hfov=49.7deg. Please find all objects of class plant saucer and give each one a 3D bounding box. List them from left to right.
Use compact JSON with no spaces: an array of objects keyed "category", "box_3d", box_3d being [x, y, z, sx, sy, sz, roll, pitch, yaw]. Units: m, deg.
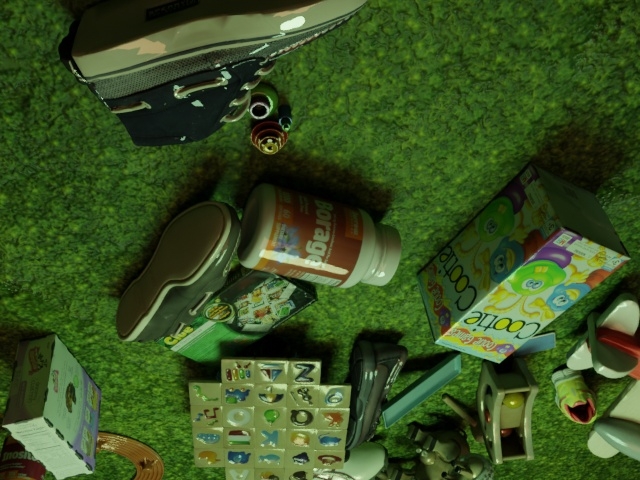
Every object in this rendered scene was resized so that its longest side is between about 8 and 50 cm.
[{"category":"plant saucer","box_3d":[0.192,0.284,1.318,0.192,0.018,0.067,-32,139,-16]}]

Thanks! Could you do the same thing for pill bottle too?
[{"category":"pill bottle","box_3d":[-0.557,0.408,1.298,0.086,0.152,0.086,-4,136,-4]},{"category":"pill bottle","box_3d":[0.000,0.000,0.982,0.216,0.121,0.121,13,132,-22]}]

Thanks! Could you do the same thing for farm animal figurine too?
[{"category":"farm animal figurine","box_3d":[0.226,0.543,1.515,0.172,0.330,0.326,26,98,-26]}]

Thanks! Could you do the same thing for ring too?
[{"category":"ring","box_3d":[-0.511,0.509,1.497,0.337,0.032,0.336,-4,137,-4]}]

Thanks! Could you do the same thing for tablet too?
[{"category":"tablet","box_3d":[0.411,0.201,1.334,0.083,0.006,0.054,-14,136,8]}]

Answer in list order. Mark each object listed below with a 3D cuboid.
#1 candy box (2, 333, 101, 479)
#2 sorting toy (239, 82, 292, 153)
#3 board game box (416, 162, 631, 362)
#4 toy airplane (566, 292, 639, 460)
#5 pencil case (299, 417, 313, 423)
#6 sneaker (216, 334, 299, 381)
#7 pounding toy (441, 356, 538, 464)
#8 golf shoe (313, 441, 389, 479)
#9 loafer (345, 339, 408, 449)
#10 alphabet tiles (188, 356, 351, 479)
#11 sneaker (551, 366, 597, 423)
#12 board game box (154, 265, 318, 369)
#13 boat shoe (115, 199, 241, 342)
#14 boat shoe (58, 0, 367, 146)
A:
[{"category":"candy box","box_3d":[-0.449,0.284,1.177,0.070,0.164,0.196,-13,135,2]},{"category":"sorting toy","box_3d":[-0.066,-0.148,0.876,0.061,0.042,0.102,-14,136,5]},{"category":"board game box","box_3d":[0.296,0.043,1.055,0.144,0.142,0.275,20,130,-26]},{"category":"toy airplane","box_3d":[0.646,0.250,1.227,0.385,0.272,0.386,-22,132,12]},{"category":"pencil case","box_3d":[-0.106,0.327,1.323,0.237,0.104,0.104,-18,135,9]},{"category":"sneaker","box_3d":[-0.117,0.212,1.227,0.152,0.058,0.084,-13,142,-1]},{"category":"pounding toy","box_3d":[0.336,0.358,1.379,0.155,0.154,0.269,-7,136,-2]},{"category":"golf shoe","box_3d":[0.013,0.474,1.491,0.273,0.105,0.120,-8,129,0]},{"category":"loafer","box_3d":[0.100,0.305,1.328,0.095,0.109,0.302,-3,133,-12]},{"category":"alphabet tiles","box_3d":[-0.092,0.342,1.268,0.285,0.011,0.342,1,124,-3]},{"category":"sneaker","box_3d":[0.538,0.348,1.442,0.082,0.094,0.208,-27,135,16]},{"category":"board game box","box_3d":[-0.144,0.127,1.159,0.260,0.030,0.136,-35,132,25]},{"category":"boat shoe","box_3d":[-0.196,0.050,1.027,0.096,0.112,0.335,8,142,-41]},{"category":"boat shoe","box_3d":[-0.098,-0.208,0.768,0.341,0.127,0.158,-9,143,12]}]
